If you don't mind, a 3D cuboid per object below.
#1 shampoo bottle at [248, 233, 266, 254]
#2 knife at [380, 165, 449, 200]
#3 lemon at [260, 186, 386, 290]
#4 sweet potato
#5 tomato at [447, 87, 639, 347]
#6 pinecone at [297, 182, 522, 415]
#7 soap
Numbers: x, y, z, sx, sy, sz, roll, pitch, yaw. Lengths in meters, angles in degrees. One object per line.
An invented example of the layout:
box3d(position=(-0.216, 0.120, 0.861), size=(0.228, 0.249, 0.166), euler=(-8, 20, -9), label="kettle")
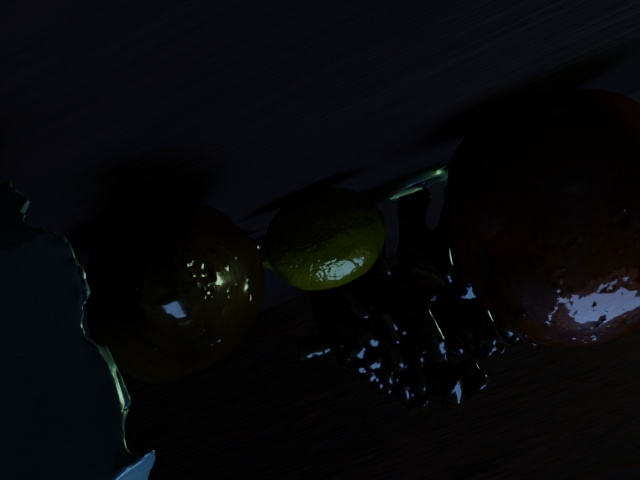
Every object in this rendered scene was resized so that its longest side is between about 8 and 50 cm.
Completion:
box3d(position=(-0.089, 0.014, 1.011), size=(0.048, 0.027, 0.137), euler=(-9, -176, 35), label="shampoo bottle")
box3d(position=(0.148, -0.077, 1.182), size=(0.212, 0.015, 0.054), euler=(-17, 166, -44), label="knife")
box3d(position=(0.000, 0.000, 0.924), size=(0.111, 0.082, 0.082), euler=(-22, 176, 5), label="lemon")
box3d(position=(-0.091, 0.032, 0.698), size=(0.112, 0.112, 0.359), euler=(-21, 173, -19), label="sweet potato")
box3d(position=(0.204, -0.020, 0.896), size=(0.185, 0.208, 0.208), euler=(-24, 176, -8), label="tomato")
box3d(position=(0.118, 0.053, 1.193), size=(0.309, 0.244, 0.244), euler=(-29, 179, -23), label="pinecone")
box3d(position=(-0.154, 0.061, 0.462), size=(0.091, 0.145, 0.230), euler=(-20, 174, -25), label="soap")
